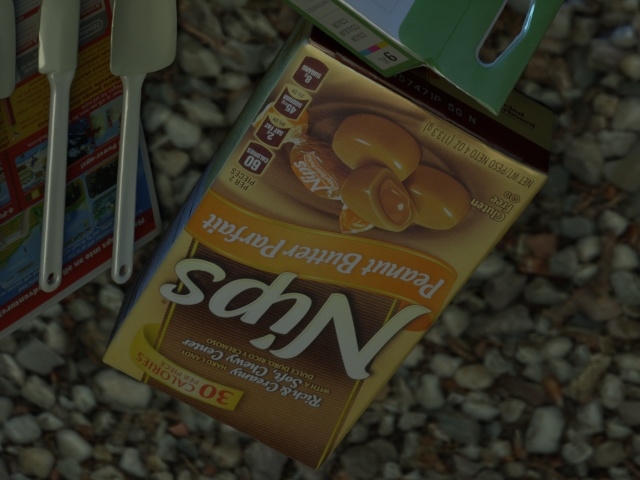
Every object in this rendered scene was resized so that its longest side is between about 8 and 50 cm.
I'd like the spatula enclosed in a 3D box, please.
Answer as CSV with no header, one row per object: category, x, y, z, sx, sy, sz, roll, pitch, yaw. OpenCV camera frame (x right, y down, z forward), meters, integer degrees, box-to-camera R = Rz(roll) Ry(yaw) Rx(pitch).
spatula,-0.167,-0.066,1.212,0.019,0.168,0.242,25,120,40

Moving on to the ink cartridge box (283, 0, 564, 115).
ink cartridge box,0.040,-0.174,1.124,0.209,0.109,0.062,34,165,-14

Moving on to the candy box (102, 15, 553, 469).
candy box,0.000,0.000,1.276,0.183,0.087,0.316,28,125,-10

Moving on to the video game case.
video game case,-0.205,-0.077,1.205,0.025,0.204,0.285,23,135,37
